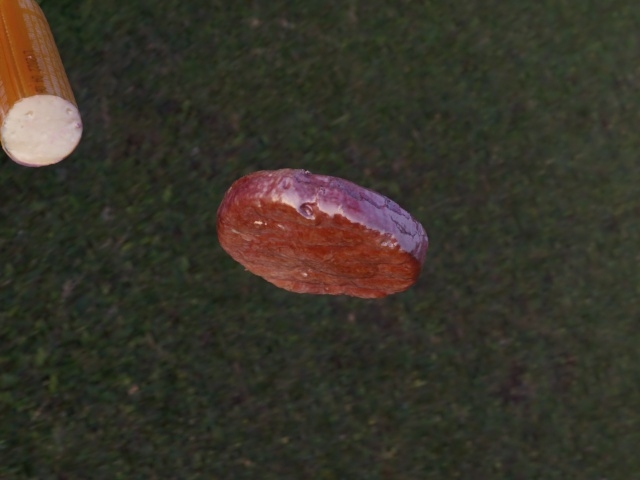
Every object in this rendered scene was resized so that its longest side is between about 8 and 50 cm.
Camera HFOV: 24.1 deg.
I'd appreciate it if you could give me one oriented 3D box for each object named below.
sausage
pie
[{"bbox_3d":[-0.262,-0.155,1.309,0.071,0.071,0.234,16,28,-31],"label":"sausage"},{"bbox_3d":[0.000,0.000,1.239,0.182,0.182,0.049,27,61,-26],"label":"pie"}]
